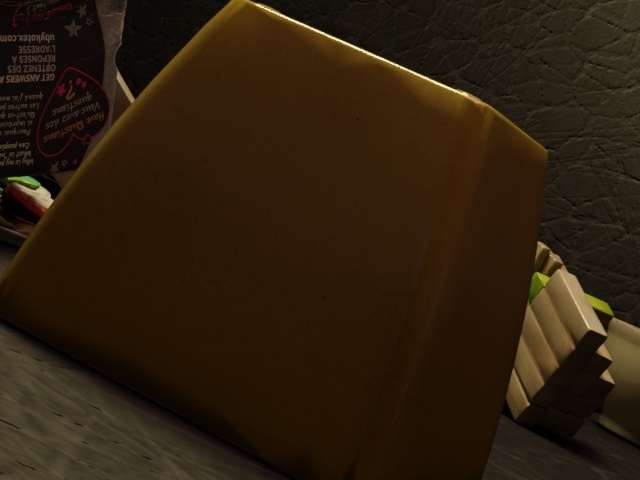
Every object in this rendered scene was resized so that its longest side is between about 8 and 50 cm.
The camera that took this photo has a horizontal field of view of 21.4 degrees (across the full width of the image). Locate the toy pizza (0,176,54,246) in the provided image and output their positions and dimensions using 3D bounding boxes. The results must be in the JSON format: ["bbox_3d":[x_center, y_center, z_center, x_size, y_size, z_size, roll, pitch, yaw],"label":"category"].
[{"bbox_3d":[-0.233,-0.037,1.142,0.201,0.032,0.201,25,2,-1],"label":"toy pizza"}]

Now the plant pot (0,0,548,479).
[{"bbox_3d":[0.000,0.000,0.852,0.212,0.187,0.212,25,2,20],"label":"plant pot"}]

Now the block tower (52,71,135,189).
[{"bbox_3d":[-0.206,-0.108,1.502,0.097,0.091,0.335,60,-4,-19],"label":"block tower"}]

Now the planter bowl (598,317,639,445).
[{"bbox_3d":[0.352,0.161,1.747,0.162,0.109,0.162,24,2,-1],"label":"planter bowl"}]

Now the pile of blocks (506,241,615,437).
[{"bbox_3d":[0.176,0.069,1.546,0.113,0.149,0.362,23,3,-29],"label":"pile of blocks"}]

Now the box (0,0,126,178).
[{"bbox_3d":[-0.264,-0.134,1.088,0.247,0.142,0.163,24,21,37],"label":"box"}]
